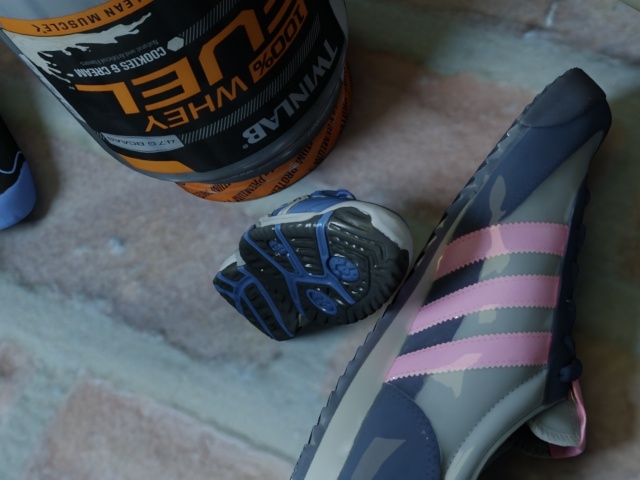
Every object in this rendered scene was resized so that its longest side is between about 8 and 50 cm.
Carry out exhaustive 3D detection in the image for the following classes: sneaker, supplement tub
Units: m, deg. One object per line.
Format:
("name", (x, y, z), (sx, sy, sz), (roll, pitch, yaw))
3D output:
("sneaker", (0.000, 0.000, 0.778), (0.081, 0.080, 0.211), (-50, 12, -19))
("sneaker", (0.106, 0.052, 0.761), (0.131, 0.112, 0.319), (30, 74, 10))
("sneaker", (-0.285, -0.100, 0.993), (0.081, 0.090, 0.232), (-30, 52, -20))
("supplement tub", (-0.101, -0.163, 0.822), (0.193, 0.316, 0.194), (-10, 60, 18))

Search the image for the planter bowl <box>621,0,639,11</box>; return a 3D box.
("planter bowl", (0.232, -0.195, 0.825), (0.162, 0.109, 0.162), (-10, 58, 17))
